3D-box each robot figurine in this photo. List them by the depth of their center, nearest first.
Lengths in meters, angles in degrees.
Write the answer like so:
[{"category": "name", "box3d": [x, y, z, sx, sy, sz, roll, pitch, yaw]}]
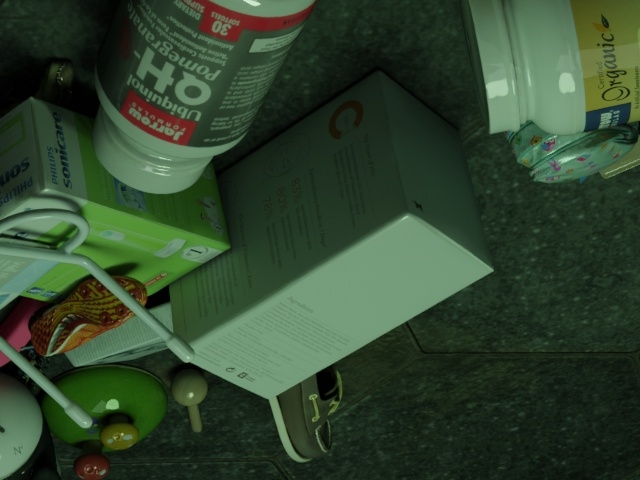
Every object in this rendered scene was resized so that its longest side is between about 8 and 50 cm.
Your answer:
[{"category": "robot figurine", "box3d": [-0.454, 0.299, 2.151, 0.209, 0.174, 0.278, -7, 143, -3]}]

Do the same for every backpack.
[{"category": "backpack", "box3d": [0.282, -0.129, 1.763, 0.152, 0.115, 0.182, -37, 163, 25]}]

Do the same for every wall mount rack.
[{"category": "wall mount rack", "box3d": [-0.327, 0.099, 1.704, 0.304, 0.130, 0.350, 11, 148, -42]}]

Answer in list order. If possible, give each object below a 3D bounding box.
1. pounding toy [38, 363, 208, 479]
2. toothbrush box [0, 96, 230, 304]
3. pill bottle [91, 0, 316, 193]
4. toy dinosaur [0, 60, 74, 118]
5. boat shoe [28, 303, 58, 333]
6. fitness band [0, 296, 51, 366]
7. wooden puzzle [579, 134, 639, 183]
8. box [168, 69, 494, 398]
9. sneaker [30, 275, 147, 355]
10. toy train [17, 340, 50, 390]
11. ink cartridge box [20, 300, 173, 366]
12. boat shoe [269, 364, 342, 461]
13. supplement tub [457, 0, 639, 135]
[{"category": "pounding toy", "box3d": [-0.276, 0.267, 2.200, 0.237, 0.110, 0.183, -3, 142, -8]}, {"category": "toothbrush box", "box3d": [-0.275, -0.029, 1.756, 0.206, 0.122, 0.283, -30, 151, 32]}, {"category": "pill bottle", "box3d": [-0.126, -0.195, 1.577, 0.176, 0.176, 0.318, 8, 139, -22]}, {"category": "toy dinosaur", "box3d": [-0.386, -0.119, 1.721, 0.268, 0.064, 0.118, -31, 144, 31]}, {"category": "boat shoe", "box3d": [-0.310, 0.090, 1.968, 0.042, 0.049, 0.133, -13, -174, 42]}, {"category": "fitness band", "box3d": [-0.454, 0.083, 1.971, 0.209, 0.054, 0.291, 16, 137, -30]}, {"category": "wooden puzzle", "box3d": [0.366, -0.112, 1.925, 0.116, 0.014, 0.078, -19, 137, 13]}, {"category": "box", "box3d": [0.000, 0.000, 1.827, 0.345, 0.215, 0.168, -31, 138, 27]}, {"category": "sneaker", "box3d": [-0.260, 0.080, 1.798, 0.175, 0.064, 0.067, -24, 175, 34]}, {"category": "toy train", "box3d": [-0.382, 0.164, 2.082, 0.036, 0.027, 0.158, 34, 152, 0]}, {"category": "ink cartridge box", "box3d": [-0.235, 0.123, 1.991, 0.224, 0.045, 0.223, -18, 174, 12]}, {"category": "boat shoe", "box3d": [-0.023, 0.200, 2.168, 0.096, 0.117, 0.324, -12, 137, 8]}, {"category": "supplement tub", "box3d": [0.305, -0.232, 1.580, 0.316, 0.228, 0.228, -12, 143, 3]}]
